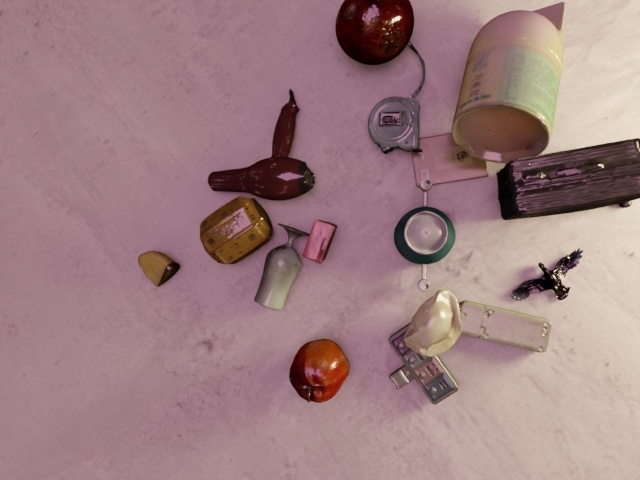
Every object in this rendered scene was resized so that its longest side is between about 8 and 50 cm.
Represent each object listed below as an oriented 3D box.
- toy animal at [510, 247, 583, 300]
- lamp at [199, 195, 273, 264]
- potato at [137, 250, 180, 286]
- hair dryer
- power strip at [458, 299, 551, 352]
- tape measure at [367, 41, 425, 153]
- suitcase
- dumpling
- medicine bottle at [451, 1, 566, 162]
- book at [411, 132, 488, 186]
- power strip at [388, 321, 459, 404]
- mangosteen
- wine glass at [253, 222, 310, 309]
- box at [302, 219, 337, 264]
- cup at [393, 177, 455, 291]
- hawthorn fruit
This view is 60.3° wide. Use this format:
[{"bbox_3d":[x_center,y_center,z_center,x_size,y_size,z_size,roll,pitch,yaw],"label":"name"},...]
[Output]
[{"bbox_3d":[0.612,0.105,1.457,0.220,0.062,0.108,-38,64,7],"label":"toy animal"},{"bbox_3d":[-0.237,-0.027,1.554,0.185,0.161,0.161,-31,82,7],"label":"lamp"},{"bbox_3d":[-0.478,0.067,1.629,0.103,0.066,0.096,45,119,4],"label":"potato"},{"bbox_3d":[-0.153,-0.283,1.595,0.312,0.123,0.341,5,77,20],"label":"hair dryer"},{"bbox_3d":[0.459,0.223,1.472,0.288,0.053,0.093,13,91,11],"label":"power strip"},{"bbox_3d":[0.210,-0.406,1.531,0.164,0.084,0.330,-2,85,12],"label":"tape measure"},{"bbox_3d":[0.625,-0.139,1.374,0.335,0.229,0.152,-9,86,9],"label":"suitcase"},{"bbox_3d":[0.310,0.223,1.438,0.134,0.100,0.169,36,70,-7],"label":"dumpling"},{"bbox_3d":[0.485,-0.425,1.395,0.235,0.236,0.406,13,68,10],"label":"medicine bottle"},{"bbox_3d":[0.357,-0.230,1.533,0.198,0.016,0.138,-8,85,9],"label":"book"},{"bbox_3d":[0.258,0.347,1.503,0.145,0.061,0.216,-36,81,13],"label":"power strip"},{"bbox_3d":[0.133,-0.604,1.511,0.215,0.215,0.257,-36,51,6],"label":"mangosteen"},{"bbox_3d":[-0.110,0.075,1.552,0.103,0.103,0.231,20,95,10],"label":"wine glass"},{"bbox_3d":[0.000,0.000,1.511,0.060,0.156,0.111,22,92,3],"label":"box"},{"bbox_3d":[0.277,-0.015,1.455,0.167,0.173,0.300,1,87,8],"label":"cup"},{"bbox_3d":[-0.010,0.362,1.475,0.157,0.194,0.157,9,121,15],"label":"hawthorn fruit"}]
